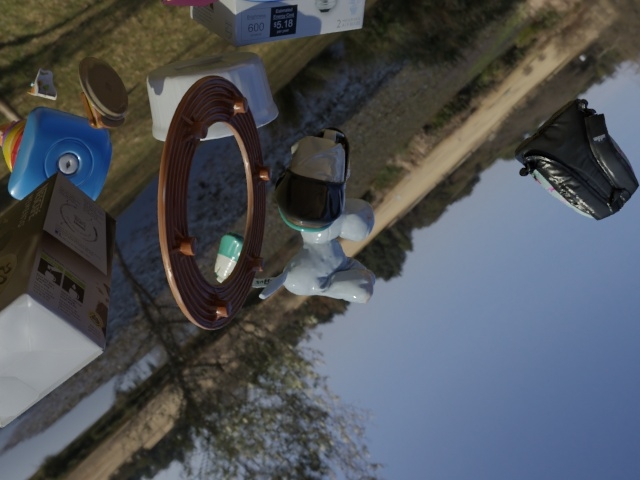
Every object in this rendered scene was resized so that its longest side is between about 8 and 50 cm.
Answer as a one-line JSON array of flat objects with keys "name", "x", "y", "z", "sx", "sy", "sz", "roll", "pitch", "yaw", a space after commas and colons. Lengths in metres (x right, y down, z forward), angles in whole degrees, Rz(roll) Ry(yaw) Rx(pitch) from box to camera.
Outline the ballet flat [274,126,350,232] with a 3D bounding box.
[{"name": "ballet flat", "x": -0.005, "y": -0.101, "z": 0.921, "sx": 0.280, "sy": 0.095, "sz": 0.096, "roll": -77, "pitch": 178, "yaw": -69}]

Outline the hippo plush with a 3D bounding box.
[{"name": "hippo plush", "x": 0.000, "y": 0.000, "z": 1.534, "sx": 0.234, "sy": 0.294, "sz": 0.236, "roll": -144, "pitch": -120, "yaw": -72}]

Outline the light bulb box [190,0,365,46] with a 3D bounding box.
[{"name": "light bulb box", "x": -0.087, "y": -0.652, "z": 1.462, "sx": 0.358, "sy": 0.225, "sz": 0.361, "roll": -20, "pitch": 132, "yaw": -30}]

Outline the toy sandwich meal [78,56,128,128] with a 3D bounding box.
[{"name": "toy sandwich meal", "x": -0.253, "y": -0.168, "z": 0.771, "sx": 0.029, "sy": 0.085, "sz": 0.085, "roll": -20, "pitch": -171, "yaw": 20}]

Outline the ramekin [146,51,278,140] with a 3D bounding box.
[{"name": "ramekin", "x": -0.238, "y": -0.316, "z": 1.447, "sx": 0.277, "sy": 0.135, "sz": 0.277, "roll": -8, "pitch": -157, "yaw": 4}]

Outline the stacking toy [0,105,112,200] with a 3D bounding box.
[{"name": "stacking toy", "x": -0.551, "y": -0.176, "z": 1.295, "sx": 0.166, "sy": 0.302, "sz": 0.175, "roll": 14, "pitch": 96, "yaw": -48}]

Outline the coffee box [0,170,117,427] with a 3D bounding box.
[{"name": "coffee box", "x": -0.365, "y": 0.059, "z": 0.855, "sx": 0.168, "sy": 0.119, "sz": 0.297, "roll": -36, "pitch": -147, "yaw": 10}]

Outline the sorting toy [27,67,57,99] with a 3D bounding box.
[{"name": "sorting toy", "x": -0.757, "y": -0.430, "z": 1.833, "sx": 0.083, "sy": 0.045, "sz": 0.075, "roll": -11, "pitch": 117, "yaw": -75}]

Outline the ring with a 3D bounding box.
[{"name": "ring", "x": -0.124, "y": -0.049, "z": 0.899, "sx": 0.336, "sy": 0.032, "sz": 0.336, "roll": 3, "pitch": 90, "yaw": -76}]

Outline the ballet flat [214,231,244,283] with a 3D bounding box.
[{"name": "ballet flat", "x": -0.198, "y": 0.055, "z": 1.508, "sx": 0.087, "sy": 0.083, "sz": 0.247, "roll": -61, "pitch": 179, "yaw": -17}]

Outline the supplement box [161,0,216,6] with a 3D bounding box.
[{"name": "supplement box", "x": -0.106, "y": -0.241, "z": 0.555, "sx": 0.043, "sy": 0.083, "sz": 0.055, "roll": -11, "pitch": -166, "yaw": -34}]

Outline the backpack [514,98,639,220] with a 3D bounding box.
[{"name": "backpack", "x": 0.426, "y": -0.124, "z": 1.091, "sx": 0.152, "sy": 0.182, "sz": 0.115, "roll": -44, "pitch": -178, "yaw": 24}]
